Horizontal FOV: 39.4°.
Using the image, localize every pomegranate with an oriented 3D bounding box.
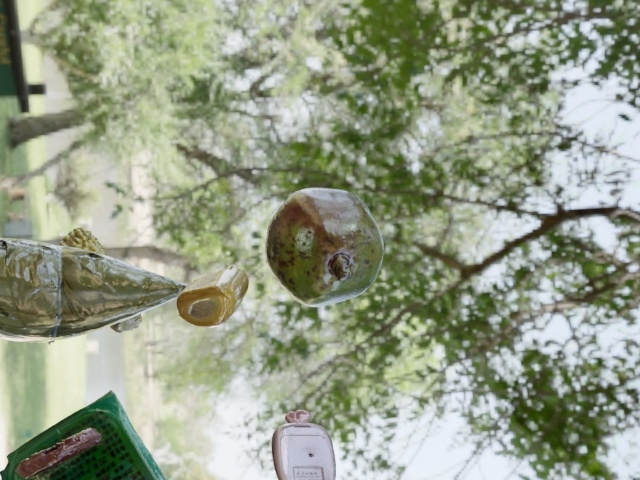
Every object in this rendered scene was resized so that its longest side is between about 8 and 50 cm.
[{"bbox_3d":[0.011,-0.005,1.477,0.246,0.198,0.198,-62,160,-54],"label":"pomegranate"}]

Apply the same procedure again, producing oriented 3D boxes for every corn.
[{"bbox_3d":[-0.436,0.077,1.762,0.288,0.086,0.087,47,-34,37],"label":"corn"}]

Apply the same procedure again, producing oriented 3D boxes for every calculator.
[{"bbox_3d":[-0.026,0.339,1.414,0.024,0.103,0.166,112,-24,-45],"label":"calculator"}]

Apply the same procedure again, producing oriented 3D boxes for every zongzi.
[{"bbox_3d":[-0.403,0.100,1.550,0.323,0.360,0.160,121,-29,-75],"label":"zongzi"}]

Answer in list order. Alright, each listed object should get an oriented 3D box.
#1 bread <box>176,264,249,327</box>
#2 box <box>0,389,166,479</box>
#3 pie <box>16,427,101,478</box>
[{"bbox_3d":[-0.112,0.061,0.944,0.103,0.062,0.049,-67,144,-79],"label":"bread"},{"bbox_3d":[-0.432,0.506,1.749,0.337,0.264,0.106,55,-15,14],"label":"box"},{"bbox_3d":[-0.461,0.376,1.580,0.036,0.154,0.154,63,-14,6],"label":"pie"}]
